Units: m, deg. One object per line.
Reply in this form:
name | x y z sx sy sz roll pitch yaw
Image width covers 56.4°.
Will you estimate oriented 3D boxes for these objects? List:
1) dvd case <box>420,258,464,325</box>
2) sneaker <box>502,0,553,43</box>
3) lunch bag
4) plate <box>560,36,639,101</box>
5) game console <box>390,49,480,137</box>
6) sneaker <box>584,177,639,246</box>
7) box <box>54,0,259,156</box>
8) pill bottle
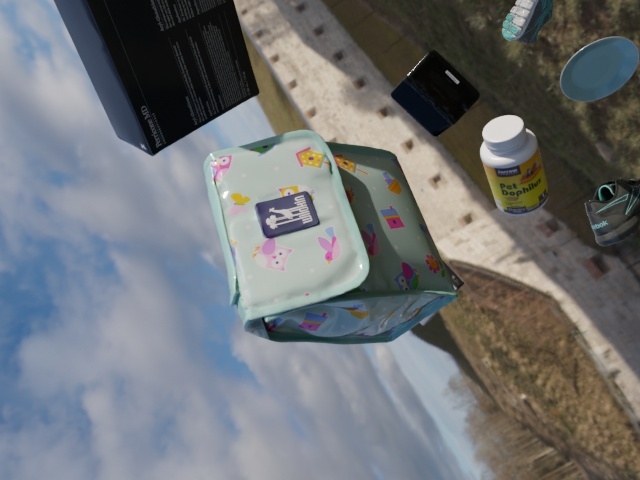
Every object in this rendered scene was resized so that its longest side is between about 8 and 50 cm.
dvd case | 0.176 0.049 1.259 0.238 0.030 0.179 48 148 16
sneaker | 0.414 -0.450 1.131 0.076 0.166 0.065 13 -152 -33
lunch bag | 0.000 0.000 0.694 0.262 0.160 0.223 6 -125 -38
plate | 0.682 -0.423 1.469 0.188 0.188 0.024 54 -158 -48
game console | 0.206 -0.264 1.084 0.122 0.107 0.071 42 -169 -5
sneaker | 0.660 -0.096 1.267 0.106 0.267 0.101 55 152 0
box | -0.203 -0.267 0.735 0.103 0.184 0.261 25 142 38
pill bottle | 0.415 -0.160 1.284 0.215 0.117 0.117 57 -174 -40
